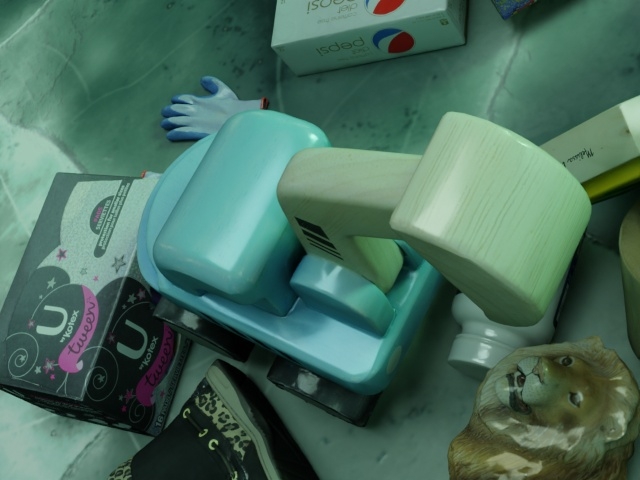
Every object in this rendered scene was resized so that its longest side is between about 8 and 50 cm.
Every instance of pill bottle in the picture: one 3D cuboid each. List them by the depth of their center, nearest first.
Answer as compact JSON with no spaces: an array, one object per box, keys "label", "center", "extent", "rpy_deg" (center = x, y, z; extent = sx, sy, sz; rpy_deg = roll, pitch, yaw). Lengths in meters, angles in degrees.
[{"label":"pill bottle","center":[0.173,0.042,0.900],"extent":[0.094,0.094,0.169],"rpy_deg":[11,71,33]}]

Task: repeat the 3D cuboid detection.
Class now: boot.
[{"label":"boot","center":[-0.100,0.248,0.953],"extent":[0.178,0.085,0.236],"rpy_deg":[-43,46,6]}]

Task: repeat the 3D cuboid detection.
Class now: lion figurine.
[{"label":"lion figurine","center":[0.169,0.283,0.772],"extent":[0.240,0.142,0.392],"rpy_deg":[-17,72,12]}]

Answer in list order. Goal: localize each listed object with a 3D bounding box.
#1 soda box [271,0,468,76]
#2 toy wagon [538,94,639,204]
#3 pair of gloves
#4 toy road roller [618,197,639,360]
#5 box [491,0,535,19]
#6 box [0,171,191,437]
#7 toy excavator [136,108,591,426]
[{"label":"soda box","center":[0.055,-0.250,1.132],"extent":[0.216,0.069,0.074],"rpy_deg":[-6,63,27]},{"label":"toy wagon","center":[0.314,-0.102,0.796],"extent":[0.267,0.344,0.068],"rpy_deg":[-29,79,55]},{"label":"pair of gloves","center":[-0.145,-0.112,1.202],"extent":[0.159,0.023,0.198],"rpy_deg":[3,68,30]},{"label":"toy road roller","center":[0.407,0.031,0.720],"extent":[0.329,0.203,0.241],"rpy_deg":[28,67,35]},{"label":"box","center":[0.238,-0.436,1.038],"extent":[0.289,0.177,0.279],"rpy_deg":[-29,46,13]},{"label":"box","center":[-0.231,0.065,1.083],"extent":[0.163,0.142,0.247],"rpy_deg":[5,68,31]},{"label":"toy excavator","center":[0.000,0.000,0.803],"extent":[0.432,0.445,0.222],"rpy_deg":[23,78,24]}]
